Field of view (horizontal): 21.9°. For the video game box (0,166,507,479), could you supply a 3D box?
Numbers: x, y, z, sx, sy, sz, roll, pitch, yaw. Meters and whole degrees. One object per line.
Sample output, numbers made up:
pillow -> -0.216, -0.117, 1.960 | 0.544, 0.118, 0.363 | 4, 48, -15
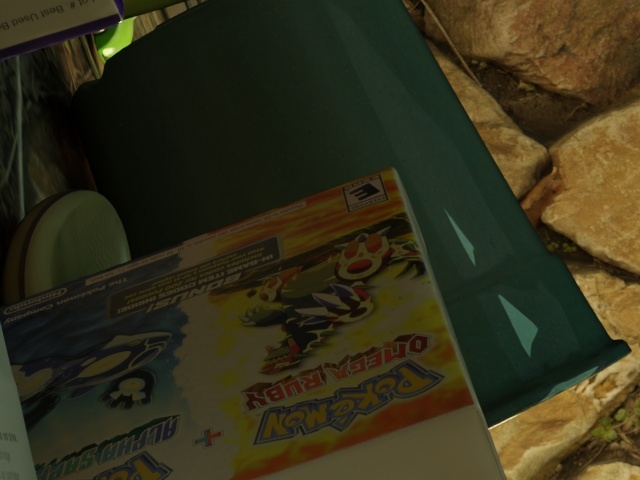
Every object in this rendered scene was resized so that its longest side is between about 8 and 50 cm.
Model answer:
video game box -> -0.048, 0.060, 0.614 | 0.187, 0.205, 0.048 | -105, 174, -60

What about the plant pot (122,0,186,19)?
plant pot -> -0.132, -0.303, 1.214 | 0.207, 0.228, 0.227 | -123, -165, -69

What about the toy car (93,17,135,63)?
toy car -> -0.196, -0.264, 1.441 | 0.239, 0.053, 0.225 | 62, 12, -81

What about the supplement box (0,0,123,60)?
supplement box -> -0.164, -0.186, 0.719 | 0.114, 0.111, 0.220 | 71, 2, -46

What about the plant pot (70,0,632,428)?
plant pot -> 0.000, 0.000, 1.193 | 0.341, 0.341, 0.334 | 58, 8, -84

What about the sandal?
sandal -> -0.098, 0.074, 0.798 | 0.303, 0.086, 0.120 | -104, 177, -60

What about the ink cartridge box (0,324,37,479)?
ink cartridge box -> -0.097, 0.159, 0.425 | 0.176, 0.069, 0.371 | 61, 15, -79
